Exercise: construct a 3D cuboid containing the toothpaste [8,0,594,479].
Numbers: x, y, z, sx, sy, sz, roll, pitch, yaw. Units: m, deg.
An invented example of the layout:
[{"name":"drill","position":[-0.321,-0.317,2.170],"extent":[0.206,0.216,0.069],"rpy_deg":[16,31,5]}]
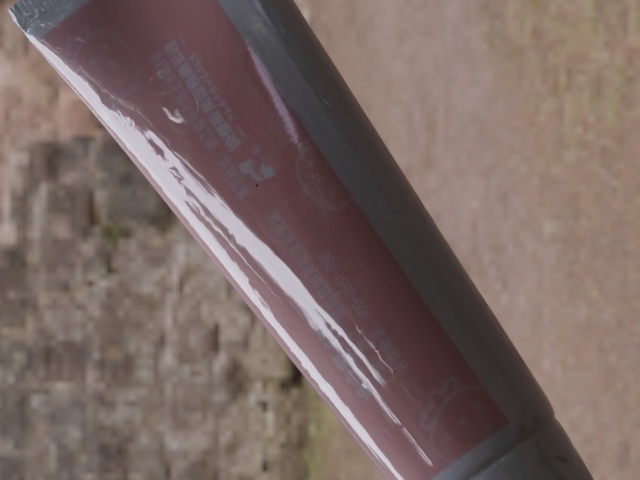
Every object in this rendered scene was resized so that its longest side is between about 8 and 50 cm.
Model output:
[{"name":"toothpaste","position":[0.000,0.000,0.484],"extent":[0.194,0.067,0.043],"rpy_deg":[55,-165,7]}]
